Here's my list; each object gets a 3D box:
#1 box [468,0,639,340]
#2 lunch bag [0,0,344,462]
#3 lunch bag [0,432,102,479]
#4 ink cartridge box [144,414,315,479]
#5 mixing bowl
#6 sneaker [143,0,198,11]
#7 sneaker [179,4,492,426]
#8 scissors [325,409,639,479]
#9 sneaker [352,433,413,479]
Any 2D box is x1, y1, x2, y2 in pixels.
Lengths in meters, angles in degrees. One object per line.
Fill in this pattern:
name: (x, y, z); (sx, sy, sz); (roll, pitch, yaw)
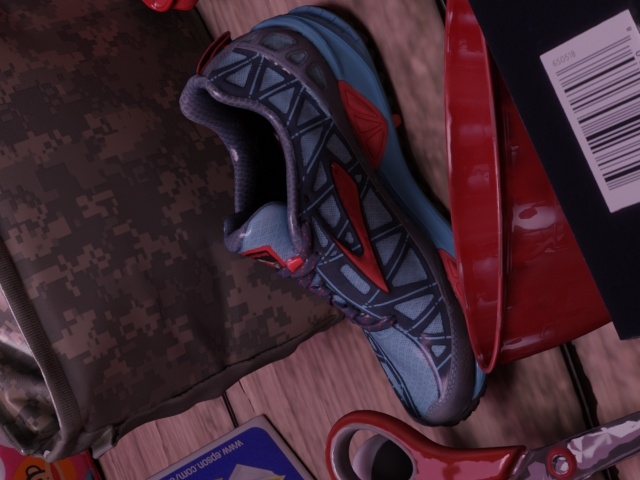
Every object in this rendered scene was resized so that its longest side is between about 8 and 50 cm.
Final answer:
box: (0.155, -0.068, 0.470); (0.093, 0.158, 0.156); (-23, 91, 56)
lunch bag: (-0.145, -0.012, 0.846); (0.287, 0.235, 0.169); (57, 140, 13)
lunch bag: (-0.326, 0.261, 1.381); (0.258, 0.120, 0.293); (-11, 100, 60)
ink cartridge box: (-0.076, 0.310, 0.893); (0.307, 0.303, 0.072); (50, 146, 23)
mixing bowl: (0.112, -0.035, 0.574); (0.181, 0.098, 0.182); (-4, -90, -89)
sneaker: (-0.062, -0.194, 0.777); (0.221, 0.087, 0.128); (41, 149, 50)
sneaker: (0.000, 0.000, 0.754); (0.104, 0.125, 0.262); (-32, 84, 57)
scissors: (0.117, 0.131, 0.685); (0.297, 0.021, 0.109); (-13, 83, 36)
sneaker: (0.133, 0.228, 0.750); (0.147, 0.104, 0.296); (-36, 80, 48)
